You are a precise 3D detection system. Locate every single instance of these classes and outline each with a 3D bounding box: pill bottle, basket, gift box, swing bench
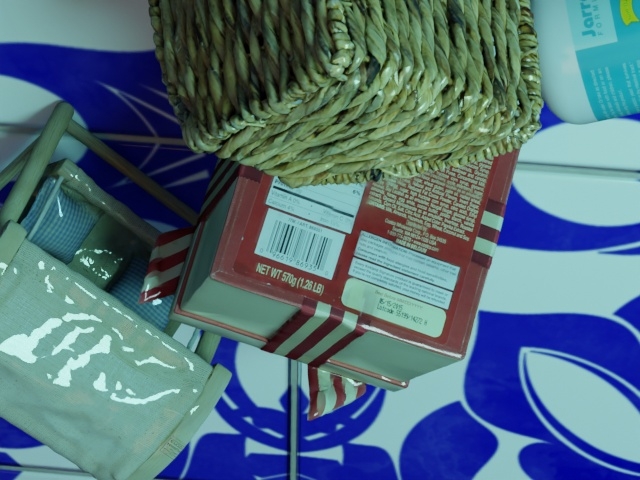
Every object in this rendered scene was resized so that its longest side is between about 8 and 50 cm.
[{"bbox_3d":[0.262,-0.178,1.273,0.264,0.146,0.146,-12,128,16],"label":"pill bottle"},{"bbox_3d":[0.012,-0.192,1.189,0.223,0.299,0.213,12,153,-41],"label":"basket"},{"bbox_3d":[0.000,0.000,1.348,0.255,0.276,0.258,23,166,-7],"label":"gift box"},{"bbox_3d":[-0.217,0.058,1.466,0.253,0.255,0.165,37,125,-23],"label":"swing bench"}]
